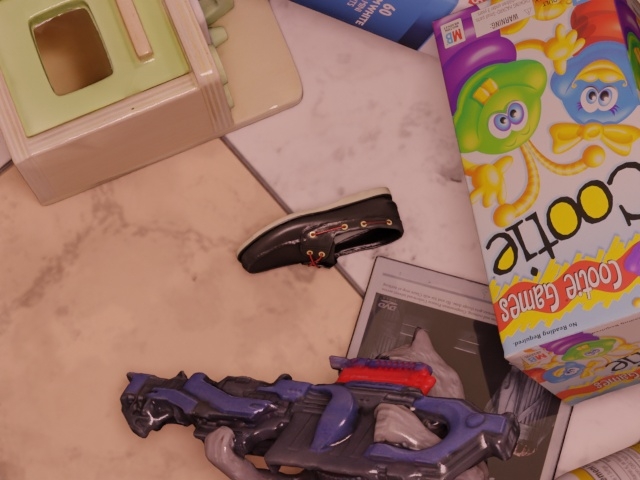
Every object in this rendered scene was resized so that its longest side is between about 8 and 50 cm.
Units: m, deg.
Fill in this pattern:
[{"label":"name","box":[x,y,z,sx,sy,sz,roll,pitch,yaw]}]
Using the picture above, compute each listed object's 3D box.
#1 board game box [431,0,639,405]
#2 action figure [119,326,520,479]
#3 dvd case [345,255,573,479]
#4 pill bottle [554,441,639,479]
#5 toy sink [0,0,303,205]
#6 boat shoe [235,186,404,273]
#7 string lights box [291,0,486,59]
[{"label":"board game box","box":[0.195,-0.042,1.399,0.144,0.142,0.275,-20,64,20]},{"label":"action figure","box":[-0.012,0.204,1.364,0.341,0.178,0.330,11,58,41]},{"label":"dvd case","box":[0.094,0.147,1.452,0.179,0.029,0.238,15,75,8]},{"label":"pill bottle","box":[0.236,0.207,1.370,0.208,0.119,0.119,-21,74,-9]},{"label":"toy sink","box":[-0.147,-0.152,1.494,0.234,0.131,0.152,-21,75,-3]},{"label":"boat shoe","box":[0.000,-0.001,1.487,0.133,0.049,0.042,-19,66,-7]},{"label":"string lights box","box":[0.020,-0.246,1.478,0.260,0.077,0.133,19,58,-15]}]
